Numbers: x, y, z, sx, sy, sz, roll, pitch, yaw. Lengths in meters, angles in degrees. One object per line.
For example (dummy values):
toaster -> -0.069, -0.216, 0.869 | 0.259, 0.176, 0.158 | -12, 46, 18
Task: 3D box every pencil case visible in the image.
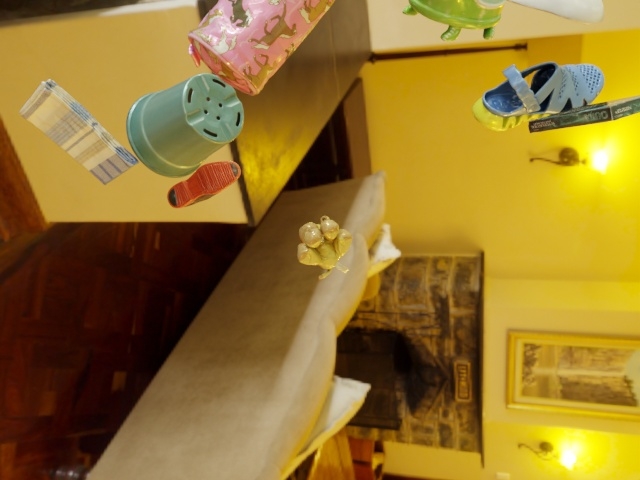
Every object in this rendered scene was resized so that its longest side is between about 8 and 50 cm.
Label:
pencil case -> -0.075, -0.450, 1.062 | 0.160, 0.167, 0.386 | 38, 86, -35

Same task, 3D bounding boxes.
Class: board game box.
board game box -> 0.482, -0.225, 1.034 | 0.186, 0.126, 0.026 | 9, -64, 67

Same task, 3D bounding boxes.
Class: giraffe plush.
giraffe plush -> 0.000, 0.000, 1.879 | 0.210, 0.181, 0.170 | 56, 0, -41

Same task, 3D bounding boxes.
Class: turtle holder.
turtle holder -> 0.386, -0.650, 1.468 | 0.243, 0.321, 0.227 | -109, -155, -45

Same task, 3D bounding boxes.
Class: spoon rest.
spoon rest -> 0.455, -0.515, 1.202 | 0.137, 0.276, 0.084 | -61, 178, -43

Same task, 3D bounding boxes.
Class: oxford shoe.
oxford shoe -> -0.357, -0.182, 1.853 | 0.098, 0.272, 0.096 | -12, 83, -67

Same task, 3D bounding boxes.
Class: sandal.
sandal -> 0.505, -0.341, 1.305 | 0.138, 0.318, 0.126 | 97, -29, -58

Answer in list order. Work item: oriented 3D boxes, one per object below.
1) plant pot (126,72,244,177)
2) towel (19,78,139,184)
plant pot -> -0.474, -0.433, 2.134 | 0.341, 0.334, 0.340 | 12, 73, -42
towel -> -0.616, -0.263, 1.479 | 0.285, 0.209, 0.034 | 46, 51, -26
